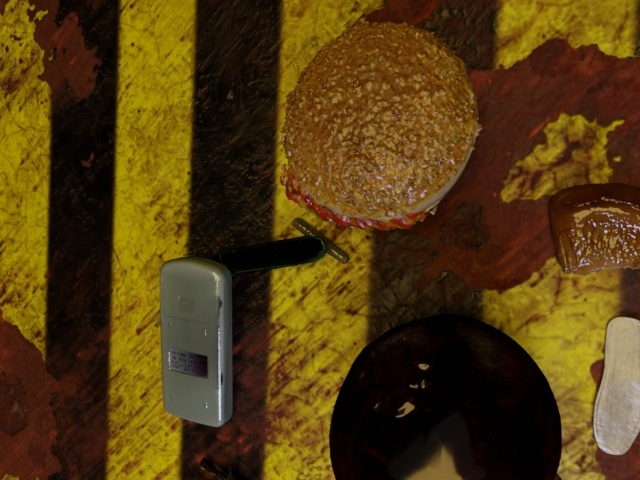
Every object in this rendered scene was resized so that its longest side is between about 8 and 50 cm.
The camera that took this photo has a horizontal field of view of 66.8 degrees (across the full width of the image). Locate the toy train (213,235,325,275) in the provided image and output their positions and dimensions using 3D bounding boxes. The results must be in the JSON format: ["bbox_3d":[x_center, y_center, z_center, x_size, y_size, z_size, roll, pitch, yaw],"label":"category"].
[{"bbox_3d":[-0.081,0.024,0.823,0.209,0.042,0.044,-10,99,23],"label":"toy train"}]

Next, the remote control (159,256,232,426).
[{"bbox_3d":[-0.221,0.175,0.858,0.140,0.056,0.296,5,100,20],"label":"remote control"}]

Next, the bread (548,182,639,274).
[{"bbox_3d":[0.383,-0.016,0.656,0.129,0.044,0.126,-5,90,17],"label":"bread"}]

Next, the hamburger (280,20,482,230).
[{"bbox_3d":[0.082,-0.156,0.691,0.276,0.179,0.294,21,98,20],"label":"hamburger"}]

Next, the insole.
[{"bbox_3d":[0.412,0.199,0.665,0.063,0.010,0.192,5,93,20],"label":"insole"}]

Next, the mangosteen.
[{"bbox_3d":[0.159,0.248,0.629,0.297,0.293,0.297,-15,55,22],"label":"mangosteen"}]

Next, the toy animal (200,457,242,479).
[{"bbox_3d":[-0.135,0.460,0.842,0.202,0.070,0.105,12,76,24],"label":"toy animal"}]

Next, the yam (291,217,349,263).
[{"bbox_3d":[0.000,0.000,0.808,0.116,0.021,0.021,37,103,15],"label":"yam"}]
